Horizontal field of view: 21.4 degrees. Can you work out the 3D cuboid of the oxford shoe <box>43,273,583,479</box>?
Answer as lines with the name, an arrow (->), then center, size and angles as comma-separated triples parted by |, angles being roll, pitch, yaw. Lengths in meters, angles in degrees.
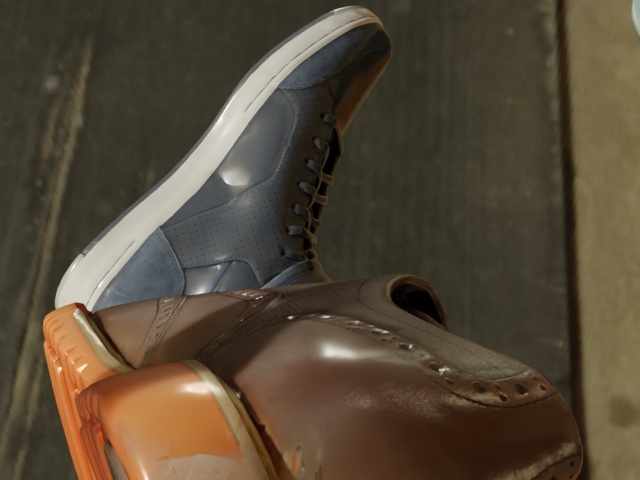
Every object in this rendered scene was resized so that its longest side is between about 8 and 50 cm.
oxford shoe -> -0.017, 0.074, 0.602 | 0.132, 0.363, 0.130 | -18, 97, -12

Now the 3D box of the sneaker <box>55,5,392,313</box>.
sneaker -> 0.000, 0.001, 0.861 | 0.163, 0.086, 0.226 | 37, 80, 20

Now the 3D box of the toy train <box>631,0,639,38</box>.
toy train -> 0.275, -0.045, 0.897 | 0.190, 0.142, 0.334 | -11, 54, 15
